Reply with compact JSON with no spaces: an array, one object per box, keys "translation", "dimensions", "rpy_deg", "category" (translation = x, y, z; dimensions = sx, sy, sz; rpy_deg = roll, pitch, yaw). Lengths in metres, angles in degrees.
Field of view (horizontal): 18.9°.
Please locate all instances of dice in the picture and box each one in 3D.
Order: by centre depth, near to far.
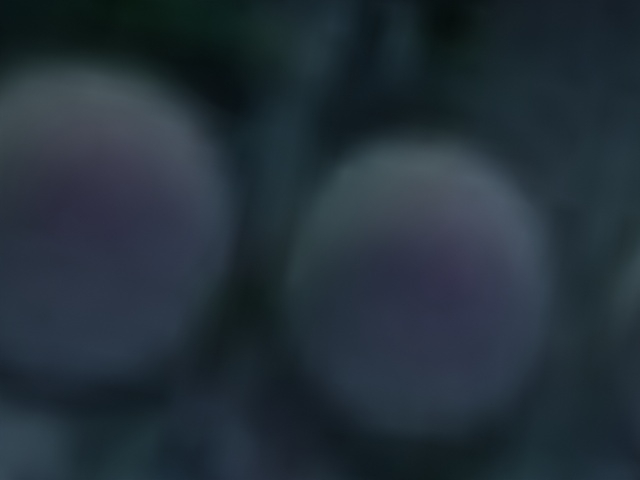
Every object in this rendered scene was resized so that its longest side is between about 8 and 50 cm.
[{"translation":[-0.024,-0.022,0.626],"dimensions":[0.328,0.330,0.348],"rpy_deg":[13,165,-21],"category":"dice"}]
